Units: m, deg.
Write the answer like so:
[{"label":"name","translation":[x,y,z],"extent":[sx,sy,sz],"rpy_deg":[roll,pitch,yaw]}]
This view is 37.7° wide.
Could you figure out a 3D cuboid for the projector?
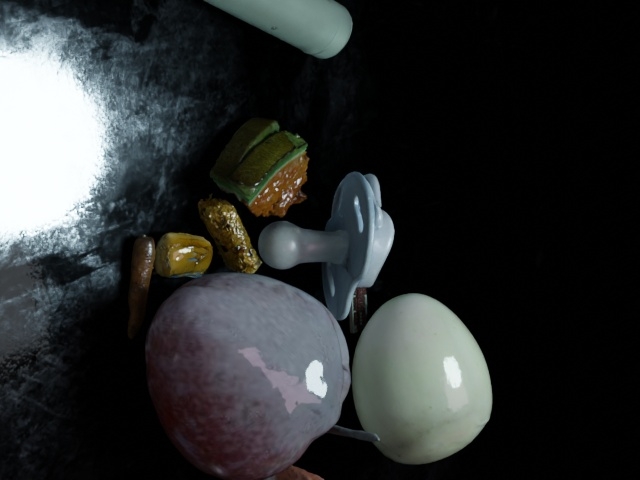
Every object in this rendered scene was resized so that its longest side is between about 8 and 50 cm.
[{"label":"projector","translation":[-0.083,-0.399,1.552],"extent":[0.337,0.108,0.108],"rpy_deg":[14,85,-53]}]

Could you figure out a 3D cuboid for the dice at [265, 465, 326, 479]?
[{"label":"dice","translation":[-0.055,0.513,1.692],"extent":[0.174,0.179,0.175],"rpy_deg":[-64,144,-23]}]

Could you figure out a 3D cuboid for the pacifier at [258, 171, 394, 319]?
[{"label":"pacifier","translation":[0.000,0.000,1.684],"extent":[0.233,0.244,0.299],"rpy_deg":[-1,142,-19]}]

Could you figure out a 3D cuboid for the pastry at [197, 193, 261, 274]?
[{"label":"pastry","translation":[-0.150,-0.008,1.554],"extent":[0.056,0.080,0.140],"rpy_deg":[-43,129,-25]}]

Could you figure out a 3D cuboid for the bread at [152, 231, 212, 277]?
[{"label":"bread","translation":[-0.217,0.025,1.493],"extent":[0.106,0.053,0.072],"rpy_deg":[5,95,-58]}]

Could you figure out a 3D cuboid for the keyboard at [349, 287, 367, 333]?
[{"label":"keyboard","translation":[0.077,0.106,1.919],"extent":[0.055,0.017,0.166],"rpy_deg":[-17,109,-50]}]

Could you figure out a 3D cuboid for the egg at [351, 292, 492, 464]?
[{"label":"egg","translation":[0.199,0.279,1.896],"extent":[0.283,0.283,0.345],"rpy_deg":[-19,96,-50]}]

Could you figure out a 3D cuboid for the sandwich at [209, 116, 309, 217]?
[{"label":"sandwich","translation":[-0.105,-0.105,1.588],"extent":[0.185,0.109,0.160],"rpy_deg":[-48,151,-39]}]

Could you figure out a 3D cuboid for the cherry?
[{"label":"cherry","translation":[-0.109,0.197,1.474],"extent":[0.326,0.291,0.335],"rpy_deg":[-27,104,-28]}]

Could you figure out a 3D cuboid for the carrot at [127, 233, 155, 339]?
[{"label":"carrot","translation":[-0.278,0.072,1.438],"extent":[0.035,0.035,0.165],"rpy_deg":[5,95,-53]}]
